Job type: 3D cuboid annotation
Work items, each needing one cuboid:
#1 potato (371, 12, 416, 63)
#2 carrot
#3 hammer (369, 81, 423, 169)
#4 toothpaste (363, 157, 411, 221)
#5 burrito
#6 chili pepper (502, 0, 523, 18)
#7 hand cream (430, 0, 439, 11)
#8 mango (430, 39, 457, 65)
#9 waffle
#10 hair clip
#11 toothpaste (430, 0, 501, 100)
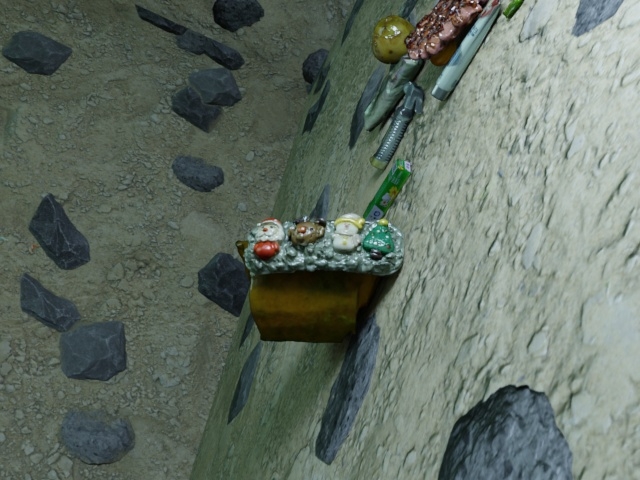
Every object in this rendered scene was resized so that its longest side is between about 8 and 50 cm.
[{"bbox_3d":[0.207,-0.540,2.017,0.176,0.137,0.137,-5,-58,-64],"label":"potato"},{"bbox_3d":[-0.013,0.099,1.593,0.241,0.341,0.241,-2,-90,-82],"label":"carrot"},{"bbox_3d":[0.189,-0.278,1.833,0.158,0.041,0.226,-88,24,-66],"label":"hammer"},{"bbox_3d":[0.150,-0.105,1.688,0.043,0.037,0.178,-87,22,-51],"label":"toothpaste"},{"bbox_3d":[0.196,-0.411,1.998,0.309,0.066,0.096,124,167,-50],"label":"burrito"},{"bbox_3d":[0.365,-0.448,1.371,0.027,0.022,0.083,-82,14,-48],"label":"chili pepper"},{"bbox_3d":[0.331,-0.645,1.856,0.121,0.076,0.336,-63,4,-3],"label":"hand cream"},{"bbox_3d":[0.279,-0.429,1.680,0.089,0.046,0.060,-33,34,65],"label":"mango"},{"bbox_3d":[0.281,-0.493,1.656,0.234,0.055,0.221,-46,21,4],"label":"waffle"},{"bbox_3d":[0.001,-0.001,1.458,0.091,0.321,0.138,76,-163,-44],"label":"hair clip"},{"bbox_3d":[0.303,-0.393,1.524,0.239,0.039,0.062,-58,7,32],"label":"toothpaste"}]
